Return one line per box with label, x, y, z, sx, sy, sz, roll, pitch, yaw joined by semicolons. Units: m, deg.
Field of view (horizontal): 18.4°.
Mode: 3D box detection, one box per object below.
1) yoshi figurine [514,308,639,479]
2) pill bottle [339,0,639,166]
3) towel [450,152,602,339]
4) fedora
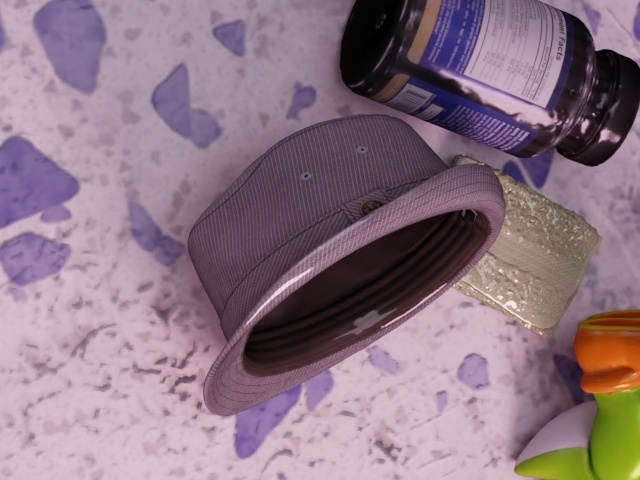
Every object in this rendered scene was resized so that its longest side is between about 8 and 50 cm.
yoshi figurine;0.293;0.238;1.567;0.204;0.203;0.362;-3;93;-27
pill bottle;0.136;-0.137;1.547;0.219;0.123;0.122;20;82;-20
towel;0.152;0.004;1.602;0.148;0.027;0.110;29;79;-18
fedora;0.000;0.000;1.469;0.275;0.243;0.124;-31;70;-8
